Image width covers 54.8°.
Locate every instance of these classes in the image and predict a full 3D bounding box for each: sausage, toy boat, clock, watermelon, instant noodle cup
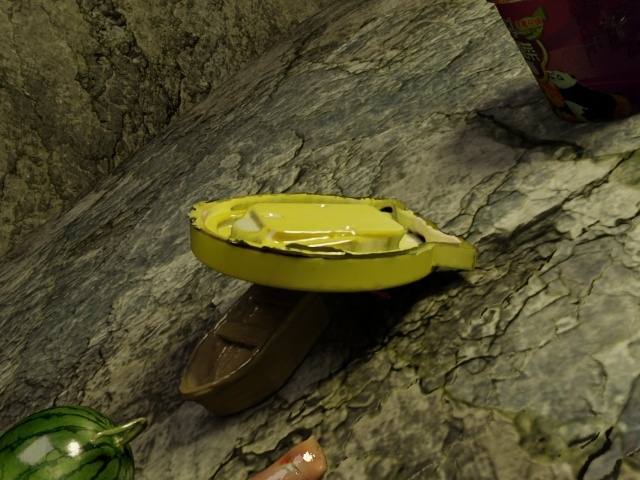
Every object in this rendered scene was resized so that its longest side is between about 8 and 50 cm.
[{"bbox_3d":[-0.074,0.226,0.529,0.176,0.040,0.047,-29,19,9],"label":"sausage"},{"bbox_3d":[-0.075,0.120,0.697,0.116,0.061,0.188,4,44,51],"label":"toy boat"},{"bbox_3d":[-0.002,0.004,0.698,0.293,0.071,0.277,2,16,-10],"label":"clock"},{"bbox_3d":[-0.244,0.229,0.613,0.187,0.141,0.141,-28,25,4],"label":"watermelon"},{"bbox_3d":[0.352,-0.277,0.756,0.251,0.190,0.251,-26,27,15],"label":"instant noodle cup"}]
